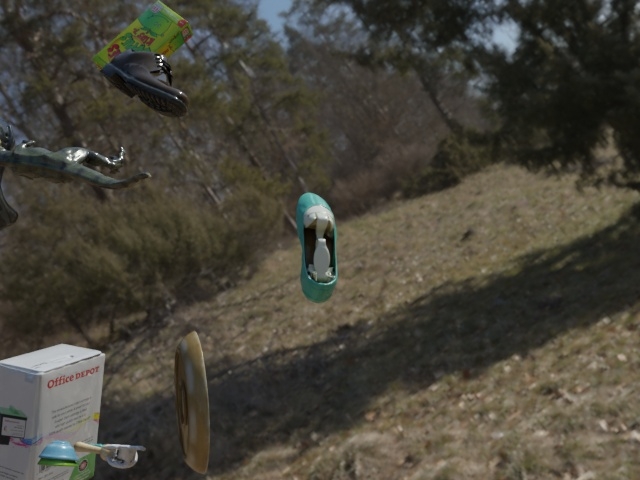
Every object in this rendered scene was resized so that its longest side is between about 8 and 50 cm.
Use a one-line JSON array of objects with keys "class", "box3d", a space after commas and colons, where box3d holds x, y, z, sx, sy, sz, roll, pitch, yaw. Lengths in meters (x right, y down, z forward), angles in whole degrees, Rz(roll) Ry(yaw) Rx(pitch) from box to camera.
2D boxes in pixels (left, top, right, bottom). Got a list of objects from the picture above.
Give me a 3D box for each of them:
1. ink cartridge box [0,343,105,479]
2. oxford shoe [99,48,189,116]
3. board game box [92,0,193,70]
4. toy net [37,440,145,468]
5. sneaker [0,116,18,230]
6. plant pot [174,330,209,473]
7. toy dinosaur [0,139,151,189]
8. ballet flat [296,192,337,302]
[{"class": "ink cartridge box", "box3d": [-0.551, 0.365, 1.615, 0.117, 0.278, 0.201, 10, 8, 21]}, {"class": "oxford shoe", "box3d": [-0.295, -0.287, 1.404, 0.096, 0.227, 0.083, -49, -35, -8]}, {"class": "board game box", "box3d": [-0.352, -0.385, 1.591, 0.181, 0.092, 0.043, -46, -21, -13]}, {"class": "toy net", "box3d": [-0.389, 0.384, 1.422, 0.232, 0.045, 0.122, -7, -20, 33]}, {"class": "sneaker", "box3d": [-0.752, -0.229, 1.662, 0.185, 0.482, 0.202, -6, 6, 44]}, {"class": "plant pot", "box3d": [-0.219, 0.271, 1.341, 0.032, 0.236, 0.236, -3, -16, -16]}, {"class": "toy dinosaur", "box3d": [-0.322, -0.097, 1.038, 0.118, 0.268, 0.064, -21, -59, -75]}, {"class": "ballet flat", "box3d": [0.000, 0.000, 1.591, 0.083, 0.247, 0.087, 4, -27, -15]}]
